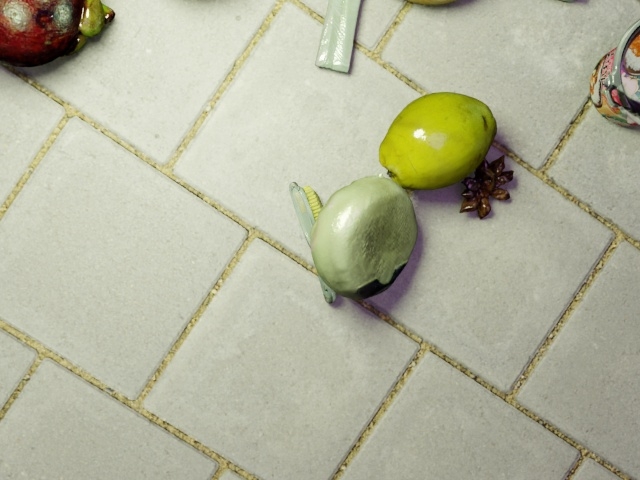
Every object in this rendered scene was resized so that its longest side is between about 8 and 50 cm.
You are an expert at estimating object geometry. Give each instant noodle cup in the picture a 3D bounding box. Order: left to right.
[{"bbox_3d":[0.741,-0.366,1.282,0.302,0.181,0.259,-13,93,-4],"label":"instant noodle cup"}]

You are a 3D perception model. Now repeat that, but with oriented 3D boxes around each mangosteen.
[{"bbox_3d":[-0.590,-0.489,1.131,0.300,0.300,0.301,0,93,-4],"label":"mangosteen"}]

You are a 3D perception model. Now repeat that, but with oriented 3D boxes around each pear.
[{"bbox_3d":[0.257,-0.220,1.241,0.269,0.212,0.213,-31,95,-4],"label":"pear"}]

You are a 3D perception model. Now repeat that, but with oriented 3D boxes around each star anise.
[{"bbox_3d":[0.386,-0.125,1.315,0.167,0.057,0.168,-18,132,-21],"label":"star anise"}]

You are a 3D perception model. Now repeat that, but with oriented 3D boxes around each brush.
[{"bbox_3d":[0.000,0.000,1.312,0.060,0.068,0.297,-20,99,-25],"label":"brush"}]

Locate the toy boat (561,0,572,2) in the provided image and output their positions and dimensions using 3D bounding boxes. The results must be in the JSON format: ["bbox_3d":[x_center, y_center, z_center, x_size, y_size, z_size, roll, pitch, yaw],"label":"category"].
[{"bbox_3d":[0.511,-0.619,1.320,0.228,0.046,0.080,26,90,-6],"label":"toy boat"}]

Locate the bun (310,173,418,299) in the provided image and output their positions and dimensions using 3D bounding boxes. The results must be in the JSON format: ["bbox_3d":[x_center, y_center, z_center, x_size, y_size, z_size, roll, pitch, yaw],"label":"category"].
[{"bbox_3d":[0.077,-0.014,1.245,0.283,0.179,0.284,-19,118,-41],"label":"bun"}]

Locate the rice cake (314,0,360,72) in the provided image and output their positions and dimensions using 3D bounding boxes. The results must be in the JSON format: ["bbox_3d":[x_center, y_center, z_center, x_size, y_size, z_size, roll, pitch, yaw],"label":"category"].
[{"bbox_3d":[0.046,-0.503,1.293,0.080,0.042,0.222,11,93,0],"label":"rice cake"}]

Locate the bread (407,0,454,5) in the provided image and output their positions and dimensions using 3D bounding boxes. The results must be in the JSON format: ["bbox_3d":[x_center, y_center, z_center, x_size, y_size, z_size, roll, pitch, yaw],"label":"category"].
[{"bbox_3d":[0.211,-0.636,1.235,0.314,0.171,0.192,32,86,-4],"label":"bread"}]
